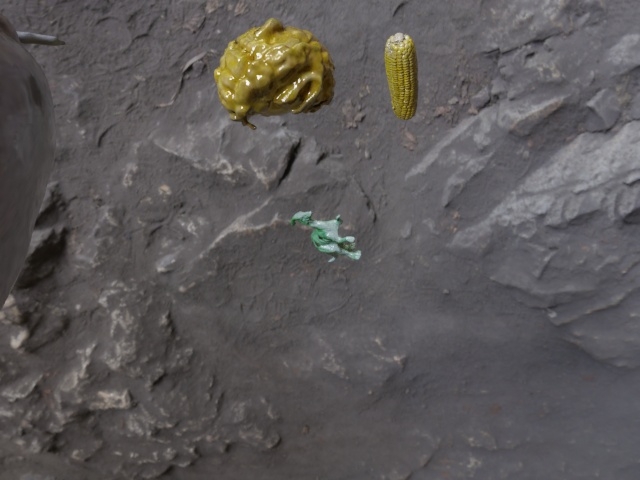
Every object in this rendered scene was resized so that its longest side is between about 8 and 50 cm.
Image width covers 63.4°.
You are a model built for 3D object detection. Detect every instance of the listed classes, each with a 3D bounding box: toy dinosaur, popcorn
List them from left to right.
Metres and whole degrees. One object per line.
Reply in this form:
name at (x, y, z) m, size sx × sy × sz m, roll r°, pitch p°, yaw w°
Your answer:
popcorn at (-0.082, -0.331, 1.045) m, size 0.250 × 0.250 × 0.190 m, roll -22°, pitch 90°, yaw 29°
toy dinosaur at (0.000, 0.000, 0.413) m, size 0.062 × 0.021 × 0.083 m, roll 21°, pitch 152°, yaw -17°

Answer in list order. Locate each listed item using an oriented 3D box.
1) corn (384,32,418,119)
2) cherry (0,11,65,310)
corn at (0.175, -0.347, 1.107) m, size 0.067 × 0.068 × 0.206 m, roll -1°, pitch 143°, yaw 12°
cherry at (-0.368, -0.078, 0.428) m, size 0.291 × 0.335 × 0.327 m, roll 10°, pitch 121°, yaw -41°
